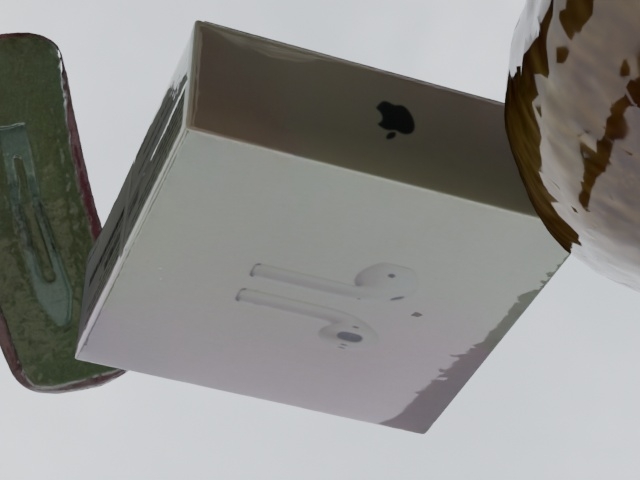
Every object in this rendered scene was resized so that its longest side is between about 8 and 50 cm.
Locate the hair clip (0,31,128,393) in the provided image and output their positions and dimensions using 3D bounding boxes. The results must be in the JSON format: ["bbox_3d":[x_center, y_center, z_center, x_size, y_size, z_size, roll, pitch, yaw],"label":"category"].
[{"bbox_3d":[-0.106,-0.010,0.696,0.054,0.022,0.137,-15,-94,-28],"label":"hair clip"}]

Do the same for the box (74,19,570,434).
[{"bbox_3d":[0.000,0.000,0.610,0.129,0.130,0.051,14,-128,-15],"label":"box"}]

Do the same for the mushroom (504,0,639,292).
[{"bbox_3d":[0.151,-0.137,0.492,0.260,0.345,0.345,36,-145,16],"label":"mushroom"}]
